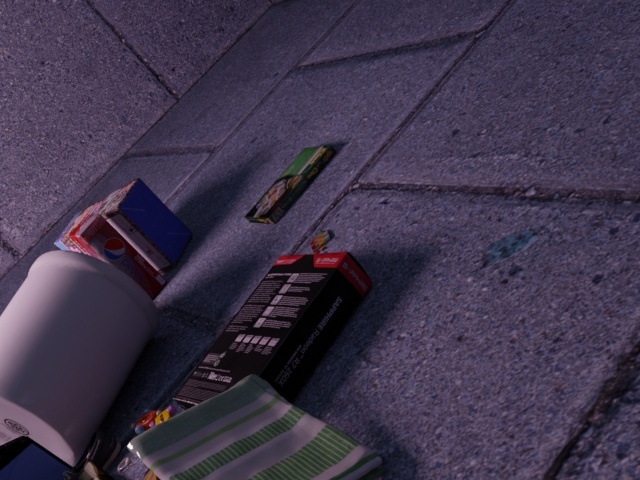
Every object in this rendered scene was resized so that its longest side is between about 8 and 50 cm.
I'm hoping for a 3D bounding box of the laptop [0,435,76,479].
[{"bbox_3d":[-0.638,0.510,1.707,0.234,0.136,0.264,-42,-3,0],"label":"laptop"}]

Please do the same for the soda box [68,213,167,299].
[{"bbox_3d":[-0.532,0.049,2.294,0.083,0.263,0.092,-51,26,-23],"label":"soda box"}]

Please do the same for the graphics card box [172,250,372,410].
[{"bbox_3d":[-0.088,0.185,1.616,0.233,0.094,0.371,-4,42,53],"label":"graphics card box"}]

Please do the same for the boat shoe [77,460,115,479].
[{"bbox_3d":[-0.415,0.479,1.635,0.073,0.080,0.223,-54,21,-14],"label":"boat shoe"}]

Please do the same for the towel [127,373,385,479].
[{"bbox_3d":[-0.099,0.311,1.275,0.248,0.038,0.325,-24,29,-32],"label":"towel"}]

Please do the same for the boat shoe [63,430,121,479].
[{"bbox_3d":[-0.493,0.476,1.761,0.206,0.065,0.075,-52,26,-22],"label":"boat shoe"}]

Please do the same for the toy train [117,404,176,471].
[{"bbox_3d":[-0.329,0.387,1.698,0.125,0.046,0.166,-32,23,23],"label":"toy train"}]

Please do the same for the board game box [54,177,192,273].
[{"bbox_3d":[-0.554,-0.004,2.457,0.291,0.232,0.141,-23,29,34],"label":"board game box"}]

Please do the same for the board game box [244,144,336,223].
[{"bbox_3d":[-0.077,-0.144,2.234,0.259,0.030,0.136,-50,23,-19],"label":"board game box"}]

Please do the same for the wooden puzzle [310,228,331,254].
[{"bbox_3d":[0.000,0.000,1.901,0.049,0.006,0.083,-37,24,9],"label":"wooden puzzle"}]

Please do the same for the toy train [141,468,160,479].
[{"bbox_3d":[-0.212,0.419,1.368,0.190,0.142,0.334,-50,23,4],"label":"toy train"}]

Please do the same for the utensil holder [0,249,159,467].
[{"bbox_3d":[-0.588,0.269,1.945,0.328,0.327,0.385,-21,33,39],"label":"utensil holder"}]
